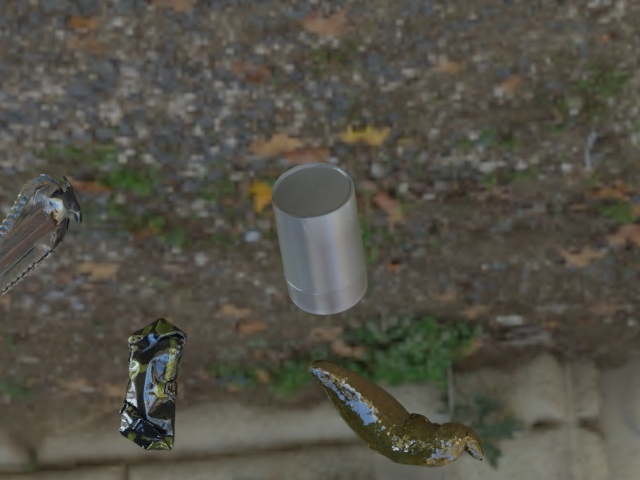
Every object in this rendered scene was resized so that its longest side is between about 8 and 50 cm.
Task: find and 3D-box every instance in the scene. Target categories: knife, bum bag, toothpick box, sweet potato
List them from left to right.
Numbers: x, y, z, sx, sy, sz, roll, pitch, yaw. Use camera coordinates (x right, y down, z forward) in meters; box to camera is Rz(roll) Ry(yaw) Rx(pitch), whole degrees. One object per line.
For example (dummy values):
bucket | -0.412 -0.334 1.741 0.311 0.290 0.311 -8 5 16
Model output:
knife | -0.397 0.047 1.466 0.043 0.365 0.089 -11 117 42
bum bag | -0.294 0.250 2.298 0.106 0.233 0.060 4 171 9
toothpick box | 0.000 0.000 1.715 0.111 0.111 0.181 -3 134 7
sweet potato | 0.112 0.292 2.107 0.310 0.098 0.124 29 137 9
